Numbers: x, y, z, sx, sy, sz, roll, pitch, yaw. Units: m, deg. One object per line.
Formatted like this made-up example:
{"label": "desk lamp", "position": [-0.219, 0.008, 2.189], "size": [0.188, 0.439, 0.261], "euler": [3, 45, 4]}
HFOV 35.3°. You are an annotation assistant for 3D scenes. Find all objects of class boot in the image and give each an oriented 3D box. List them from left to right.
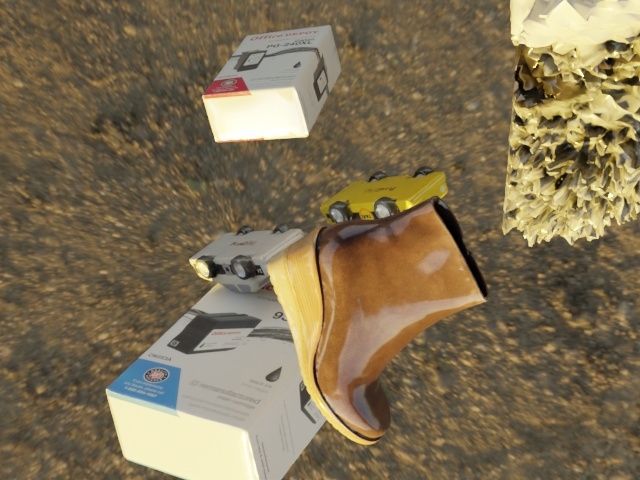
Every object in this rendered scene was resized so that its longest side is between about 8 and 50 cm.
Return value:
{"label": "boot", "position": [0.075, 0.090, 1.026], "size": [0.207, 0.090, 0.248], "euler": [-17, 107, 28]}

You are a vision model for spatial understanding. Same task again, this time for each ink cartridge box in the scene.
{"label": "ink cartridge box", "position": [-0.100, 0.181, 1.362], "size": [0.223, 0.307, 0.129], "euler": [10, 125, 28]}
{"label": "ink cartridge box", "position": [-0.050, -0.175, 1.109], "size": [0.109, 0.150, 0.063], "euler": [-3, 126, 20]}

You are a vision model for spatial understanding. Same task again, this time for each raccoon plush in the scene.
{"label": "raccoon plush", "position": [0.252, -0.074, 0.524], "size": [0.299, 0.446, 0.216], "euler": [7, 105, 12]}

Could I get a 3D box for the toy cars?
{"label": "toy cars", "position": [0.000, 0.000, 1.392], "size": [0.394, 0.176, 0.087], "euler": [-21, 108, 13]}
